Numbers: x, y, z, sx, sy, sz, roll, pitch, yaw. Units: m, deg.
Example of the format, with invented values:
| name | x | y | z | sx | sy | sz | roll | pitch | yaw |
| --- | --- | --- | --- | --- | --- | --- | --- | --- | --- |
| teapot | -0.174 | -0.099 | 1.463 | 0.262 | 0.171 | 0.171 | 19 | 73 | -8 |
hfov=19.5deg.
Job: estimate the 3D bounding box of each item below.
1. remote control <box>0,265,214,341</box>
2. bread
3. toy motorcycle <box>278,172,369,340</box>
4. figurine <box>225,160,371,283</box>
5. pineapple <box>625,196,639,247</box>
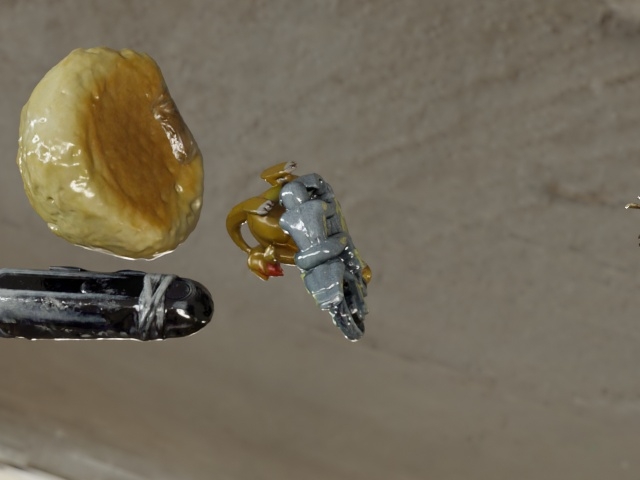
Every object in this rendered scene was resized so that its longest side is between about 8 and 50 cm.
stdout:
| name | x | y | z | sx | sy | sz | roll | pitch | yaw |
| --- | --- | --- | --- | --- | --- | --- | --- | --- | --- |
| remote control | -0.248 | 0.063 | 2.017 | 0.266 | 0.090 | 0.066 | 0 | 145 | 12 |
| bread | -0.237 | -0.094 | 2.055 | 0.134 | 0.244 | 0.244 | -20 | 143 | 40 |
| toy motorcycle | 0.000 | 0.000 | 1.723 | 0.061 | 0.193 | 0.124 | -24 | 134 | 12 |
| figurine | -0.029 | 0.012 | 2.020 | 0.122 | 0.121 | 0.176 | -29 | 111 | 41 |
| pineapple | 0.352 | -0.132 | 1.445 | 0.262 | 0.272 | 0.262 | -4 | 150 | -2 |
